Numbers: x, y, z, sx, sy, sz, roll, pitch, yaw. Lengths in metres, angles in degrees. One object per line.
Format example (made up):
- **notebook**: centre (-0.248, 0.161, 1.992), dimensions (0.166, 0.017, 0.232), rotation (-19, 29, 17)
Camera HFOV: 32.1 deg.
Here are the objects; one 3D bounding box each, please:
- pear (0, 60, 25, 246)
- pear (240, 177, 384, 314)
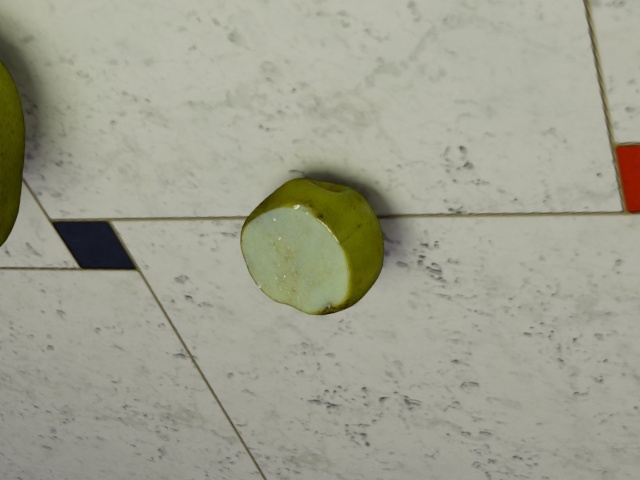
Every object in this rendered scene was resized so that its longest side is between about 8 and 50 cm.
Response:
- **pear**: centre (-0.424, -0.096, 1.068), dimensions (0.294, 0.294, 0.294), rotation (13, 140, 11)
- **pear**: centre (0.000, 0.000, 1.105), dimensions (0.141, 0.104, 0.141), rotation (12, 118, 25)
